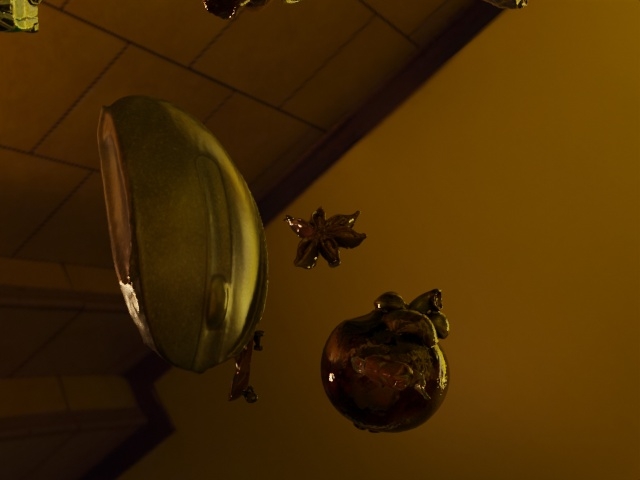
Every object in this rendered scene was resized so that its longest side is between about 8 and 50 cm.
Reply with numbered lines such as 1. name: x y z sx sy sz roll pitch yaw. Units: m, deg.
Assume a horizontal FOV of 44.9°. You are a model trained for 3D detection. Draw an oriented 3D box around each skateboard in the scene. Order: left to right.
1. skateboard: -0.143 0.201 1.333 0.080 0.151 0.067 7 179 -10

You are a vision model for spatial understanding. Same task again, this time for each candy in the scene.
1. candy: 0.123 0.231 1.359 0.046 0.182 0.053 -49 129 -25

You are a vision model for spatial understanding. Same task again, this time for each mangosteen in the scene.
1. mangosteen: 0.149 0.269 1.693 0.311 0.311 0.311 -25 156 -12

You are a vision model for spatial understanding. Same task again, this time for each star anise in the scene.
1. star anise: 0.016 -0.005 1.681 0.171 0.208 0.063 -13 126 -2

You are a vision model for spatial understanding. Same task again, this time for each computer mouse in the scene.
1. computer mouse: -0.167 -0.028 0.954 0.114 0.374 0.203 -29 161 32

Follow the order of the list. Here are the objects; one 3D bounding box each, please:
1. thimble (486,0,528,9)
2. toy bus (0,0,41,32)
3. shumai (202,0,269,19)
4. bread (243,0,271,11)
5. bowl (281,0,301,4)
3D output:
1. thimble: 0.313 -0.507 1.300 0.205 0.172 0.236 -52 164 -2
2. toy bus: -0.685 -0.577 1.629 0.164 0.133 0.276 -42 145 -60
3. shumai: -0.171 -0.585 1.649 0.183 0.185 0.218 3 127 -11
4. bread: -0.170 -0.624 1.869 0.173 0.085 0.134 0 122 -60
5. bowl: -0.013 -0.745 1.978 0.289 0.146 0.289 -32 -176 2
